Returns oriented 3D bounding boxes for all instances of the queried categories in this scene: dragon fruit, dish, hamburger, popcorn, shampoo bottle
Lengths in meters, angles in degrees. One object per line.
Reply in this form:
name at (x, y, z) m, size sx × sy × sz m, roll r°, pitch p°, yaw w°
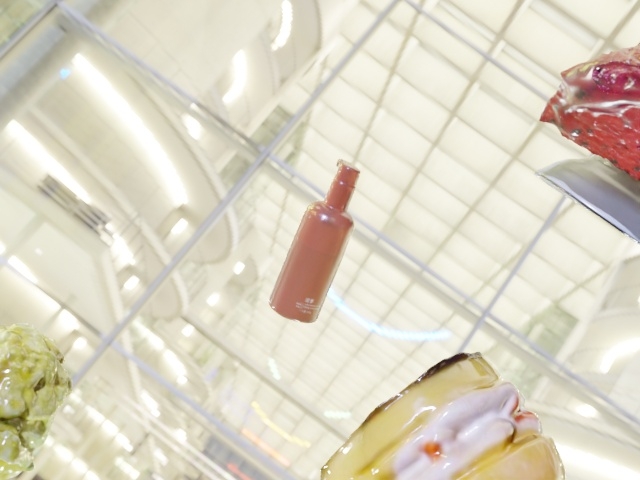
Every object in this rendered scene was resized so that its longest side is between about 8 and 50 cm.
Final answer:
dragon fruit at (0.537, -0.203, 1.447) m, size 0.330 × 0.302 × 0.240 m, roll 114°, pitch -46°, yaw -85°
dish at (0.550, -0.076, 1.751) m, size 0.316 × 0.106 × 0.316 m, roll 34°, pitch 10°, yaw -7°
hamburger at (0.156, 0.290, 1.082) m, size 0.237 × 0.276 × 0.276 m, roll 51°, pitch -14°, yaw 24°
popcorn at (-0.491, 0.251, 1.450) m, size 0.195 × 0.256 × 0.255 m, roll 29°, pitch -1°, yaw -28°
shampoo bottle at (0.000, 0.001, 1.404) m, size 0.085 × 0.244 × 0.085 m, roll 21°, pitch 12°, yaw -5°
